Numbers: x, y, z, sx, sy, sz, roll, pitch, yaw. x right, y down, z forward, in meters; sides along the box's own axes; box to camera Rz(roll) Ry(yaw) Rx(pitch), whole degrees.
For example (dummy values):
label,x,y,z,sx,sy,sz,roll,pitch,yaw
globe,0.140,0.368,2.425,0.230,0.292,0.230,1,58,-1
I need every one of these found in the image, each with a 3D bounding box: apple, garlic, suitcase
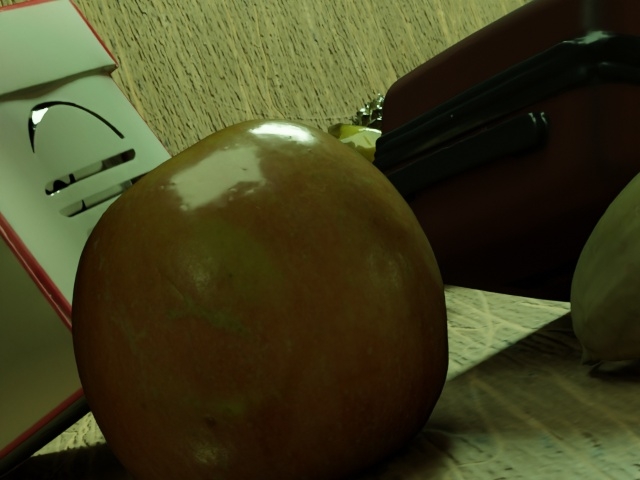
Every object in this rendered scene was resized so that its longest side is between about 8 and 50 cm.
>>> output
label,x,y,z,sx,sy,sz,roll,pitch,yaw
apple,-0.042,0.042,1.196,0.253,0.253,0.253,-20,5,2
garlic,0.259,0.005,1.144,0.245,0.145,0.164,-21,-26,9
suitcase,0.190,-0.061,1.329,0.236,0.161,0.297,10,-16,-27

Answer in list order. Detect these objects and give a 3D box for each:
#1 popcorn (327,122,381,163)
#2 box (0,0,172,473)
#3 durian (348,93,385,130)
label,x,y,z,sx,sy,sz,roll,pitch,yaw
popcorn,0.000,0.000,1.709,0.250,0.190,0.250,-15,11,3
box,-0.285,0.024,1.516,0.312,0.300,0.314,-38,-3,24
durian,0.105,-0.076,2.115,0.196,0.196,0.167,-25,-8,-44
